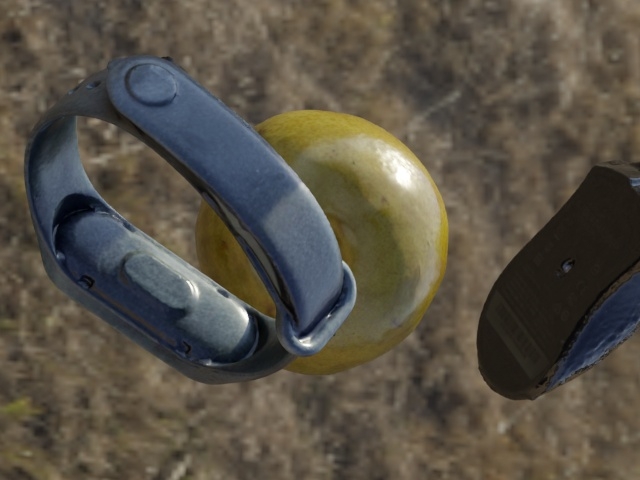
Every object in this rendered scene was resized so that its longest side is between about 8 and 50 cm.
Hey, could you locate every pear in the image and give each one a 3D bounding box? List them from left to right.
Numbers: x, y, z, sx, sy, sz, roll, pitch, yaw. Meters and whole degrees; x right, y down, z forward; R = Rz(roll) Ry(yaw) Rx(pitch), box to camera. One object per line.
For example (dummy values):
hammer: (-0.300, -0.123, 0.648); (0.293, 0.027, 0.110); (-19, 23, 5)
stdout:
pear: (0.000, 0.000, 1.341); (0.209, 0.209, 0.208); (0, 90, -56)

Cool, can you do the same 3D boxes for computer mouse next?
computer mouse: (0.251, 0.038, 1.557); (0.088, 0.147, 0.264); (20, 117, -36)

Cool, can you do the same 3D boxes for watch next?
watch: (-0.077, -0.003, 0.973); (0.206, 0.193, 0.068); (37, 54, 4)
